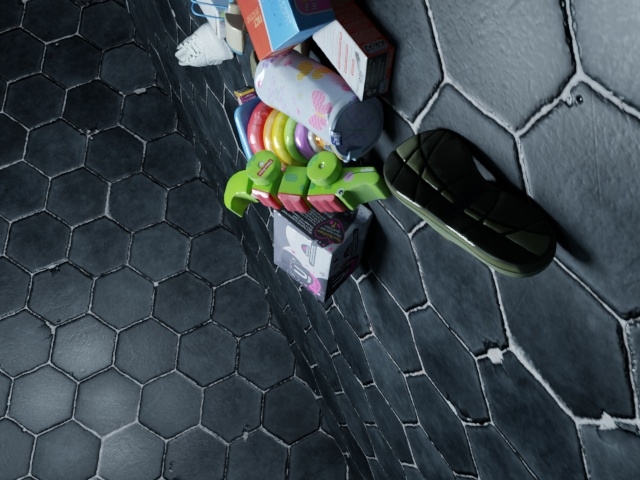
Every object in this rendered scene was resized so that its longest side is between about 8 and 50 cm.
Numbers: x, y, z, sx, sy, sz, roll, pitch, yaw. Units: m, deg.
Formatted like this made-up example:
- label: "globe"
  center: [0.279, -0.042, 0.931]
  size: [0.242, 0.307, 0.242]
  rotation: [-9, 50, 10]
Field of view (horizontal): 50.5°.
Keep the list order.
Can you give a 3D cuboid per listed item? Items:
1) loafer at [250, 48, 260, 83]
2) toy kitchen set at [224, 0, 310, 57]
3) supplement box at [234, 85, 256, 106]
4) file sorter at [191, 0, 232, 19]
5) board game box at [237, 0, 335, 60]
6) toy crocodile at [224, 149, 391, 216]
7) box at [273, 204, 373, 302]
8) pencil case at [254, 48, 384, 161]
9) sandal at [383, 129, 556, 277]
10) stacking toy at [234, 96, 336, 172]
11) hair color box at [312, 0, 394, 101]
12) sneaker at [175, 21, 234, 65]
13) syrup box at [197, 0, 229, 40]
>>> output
- label: "loafer"
  center: [-0.127, -0.374, 1.578]
  size: [0.050, 0.056, 0.148]
  rotation: [-168, 65, -72]
- label: "toy kitchen set"
  center: [-0.091, -0.439, 1.342]
  size: [0.122, 0.166, 0.207]
  rotation: [99, 180, -63]
- label: "supplement box"
  center: [-0.193, -0.366, 1.821]
  size: [0.055, 0.043, 0.083]
  rotation: [35, 147, 59]
- label: "file sorter"
  center: [-0.211, -0.544, 1.369]
  size: [0.170, 0.104, 0.118]
  rotation: [97, -176, -70]
- label: "board game box"
  center: [-0.095, -0.462, 1.059]
  size: [0.316, 0.064, 0.242]
  rotation: [69, 164, -10]
- label: "toy crocodile"
  center: [-0.033, -0.098, 1.286]
  size: [0.340, 0.105, 0.115]
  rotation: [4, 158, 26]
- label: "box"
  center: [0.000, 0.000, 1.466]
  size: [0.163, 0.142, 0.247]
  rotation: [39, 157, 15]
- label: "pencil case"
  center: [-0.006, -0.245, 1.192]
  size: [0.273, 0.113, 0.124]
  rotation: [43, 151, 40]
- label: "sandal"
  center: [0.188, -0.043, 0.915]
  size: [0.303, 0.120, 0.086]
  rotation: [53, 174, 38]
- label: "stacking toy"
  center: [-0.023, -0.208, 1.337]
  size: [0.302, 0.165, 0.175]
  rotation: [16, 130, 56]
- label: "hair color box"
  center: [0.049, -0.313, 1.075]
  size: [0.167, 0.053, 0.093]
  rotation: [59, 162, 28]
- label: "sneaker"
  center: [-0.319, -0.522, 1.849]
  size: [0.111, 0.129, 0.297]
  rotation: [70, 163, -7]
- label: "syrup box"
  center: [-0.240, -0.585, 1.552]
  size: [0.237, 0.093, 0.096]
  rotation: [60, 163, 20]
